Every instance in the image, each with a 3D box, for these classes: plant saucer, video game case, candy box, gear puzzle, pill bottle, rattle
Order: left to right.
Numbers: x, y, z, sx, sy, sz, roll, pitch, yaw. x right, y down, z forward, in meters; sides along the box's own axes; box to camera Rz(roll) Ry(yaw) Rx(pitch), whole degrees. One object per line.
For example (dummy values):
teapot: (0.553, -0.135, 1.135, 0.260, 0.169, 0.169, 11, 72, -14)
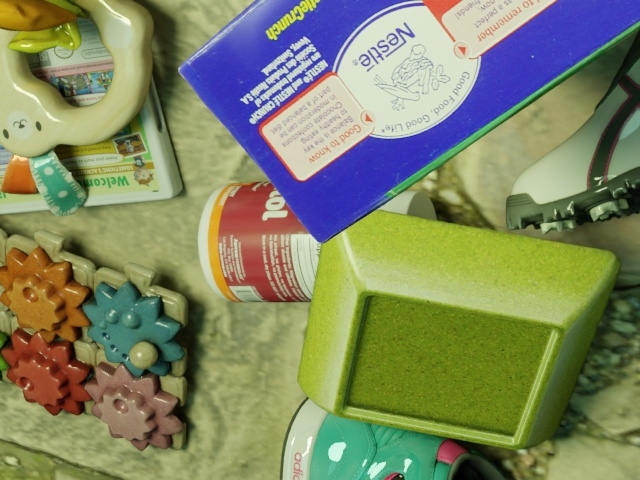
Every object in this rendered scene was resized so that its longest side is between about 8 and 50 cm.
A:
gear puzzle: (-0.260, 0.059, 1.215, 0.339, 0.044, 0.175, 19, 129, 17)
video game case: (-0.219, -0.115, 1.145, 0.212, 0.023, 0.193, -4, 110, 27)
rattle: (-0.201, -0.084, 1.059, 0.130, 0.142, 0.199, 28, 117, -10)
pill bottle: (0.000, 0.000, 1.054, 0.152, 0.086, 0.086, -1, 112, 26)
plant saucer: (0.083, 0.071, 1.007, 0.188, 0.045, 0.188, 10, 136, 0)
candy box: (0.118, -0.159, 0.787, 0.268, 0.317, 0.122, -34, 96, 34)

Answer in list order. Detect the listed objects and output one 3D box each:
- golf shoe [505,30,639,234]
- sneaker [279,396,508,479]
golf shoe: (0.219, -0.090, 0.917, 0.273, 0.105, 0.120, -29, 75, 32)
sneaker: (0.076, 0.259, 1.119, 0.178, 0.124, 0.295, 9, 115, 33)
